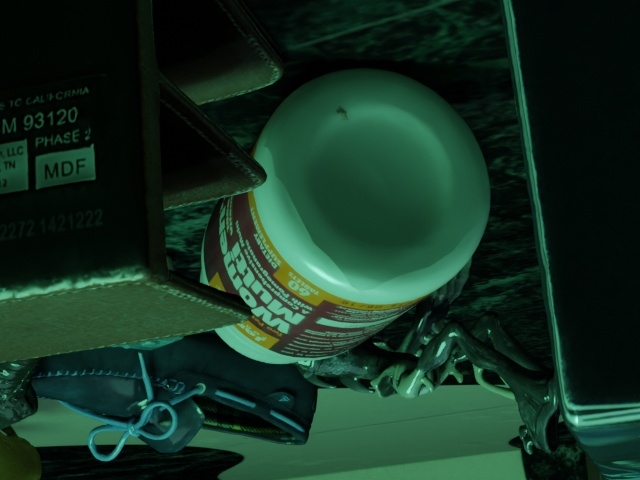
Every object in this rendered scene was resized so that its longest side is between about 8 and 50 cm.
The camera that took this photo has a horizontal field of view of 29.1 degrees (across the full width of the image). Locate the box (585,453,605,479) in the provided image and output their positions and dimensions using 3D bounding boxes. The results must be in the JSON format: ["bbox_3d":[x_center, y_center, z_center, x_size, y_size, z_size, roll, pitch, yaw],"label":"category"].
[{"bbox_3d":[0.403,0.143,1.183,0.143,0.191,0.381,2,162,-23],"label":"box"}]

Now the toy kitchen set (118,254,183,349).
[{"bbox_3d":[-0.229,0.082,0.909,0.207,0.122,0.166,-18,160,40],"label":"toy kitchen set"}]

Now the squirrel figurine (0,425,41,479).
[{"bbox_3d":[-0.520,0.309,1.384,0.370,0.281,0.397,-25,158,36],"label":"squirrel figurine"}]

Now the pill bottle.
[{"bbox_3d":[0.000,0.000,0.689,0.121,0.121,0.221,0,163,-16],"label":"pill bottle"}]

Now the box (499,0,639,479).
[{"bbox_3d":[0.248,-0.018,0.533,0.293,0.212,0.395,-9,164,13],"label":"box"}]

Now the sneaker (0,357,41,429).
[{"bbox_3d":[-0.259,0.111,1.024,0.170,0.051,0.089,-30,131,14],"label":"sneaker"}]

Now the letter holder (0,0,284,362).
[{"bbox_3d":[-0.176,-0.017,0.531,0.302,0.152,0.214,-8,166,13],"label":"letter holder"}]

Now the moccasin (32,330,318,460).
[{"bbox_3d":[-0.135,0.143,1.160,0.342,0.117,0.137,6,161,-32],"label":"moccasin"}]

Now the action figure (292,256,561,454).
[{"bbox_3d":[0.059,0.053,0.882,0.275,0.141,0.164,17,-177,25],"label":"action figure"}]
